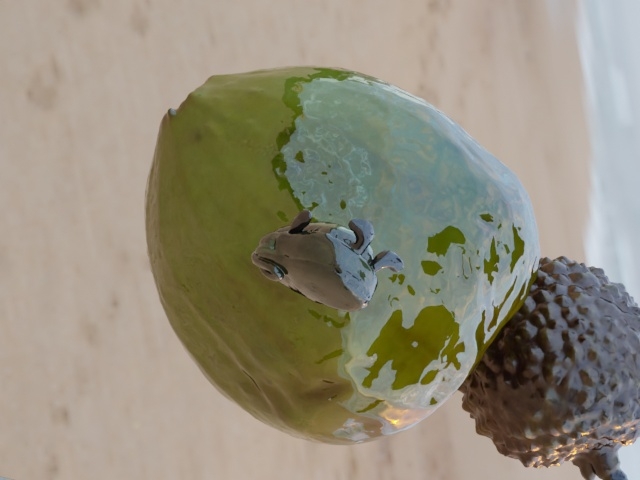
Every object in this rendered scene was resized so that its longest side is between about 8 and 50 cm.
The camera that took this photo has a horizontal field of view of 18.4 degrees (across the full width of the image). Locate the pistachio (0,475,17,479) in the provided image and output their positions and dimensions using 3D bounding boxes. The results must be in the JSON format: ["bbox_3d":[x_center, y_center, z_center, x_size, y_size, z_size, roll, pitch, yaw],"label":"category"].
[{"bbox_3d":[-0.149,0.168,0.878,0.226,0.136,0.136,27,41,-27],"label":"pistachio"}]

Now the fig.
[{"bbox_3d":[0.005,-0.002,1.715,0.343,0.343,0.343,-11,90,-80],"label":"fig"}]

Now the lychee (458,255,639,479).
[{"bbox_3d":[0.229,0.127,1.865,0.200,0.200,0.238,35,32,-76],"label":"lychee"}]

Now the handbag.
[{"bbox_3d":[-0.004,0.012,1.286,0.072,0.111,0.047,47,66,-31],"label":"handbag"}]
